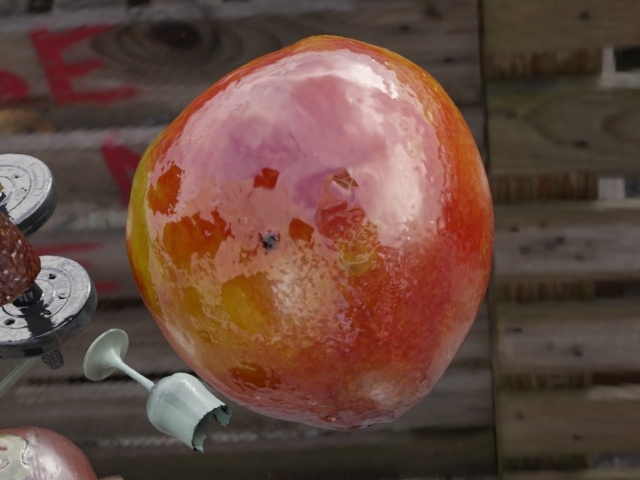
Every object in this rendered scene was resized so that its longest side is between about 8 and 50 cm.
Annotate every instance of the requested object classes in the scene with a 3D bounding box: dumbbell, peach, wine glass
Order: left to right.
[{"bbox_3d":[-0.327,0.017,1.555,0.143,0.325,0.143,-8,39,7],"label":"dumbbell"},{"bbox_3d":[-0.202,0.186,1.823,0.195,0.079,0.079,31,65,30],"label":"wine glass"},{"bbox_3d":[0.000,0.000,1.462,0.388,0.388,0.388,-4,55,6],"label":"peach"}]

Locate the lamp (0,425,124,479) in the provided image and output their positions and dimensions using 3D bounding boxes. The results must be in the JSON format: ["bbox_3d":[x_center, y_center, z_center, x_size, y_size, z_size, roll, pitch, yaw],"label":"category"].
[{"bbox_3d":[-0.267,0.236,1.110,0.258,0.180,0.180,-10,53,-15],"label":"lamp"}]

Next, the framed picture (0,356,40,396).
[{"bbox_3d":[-0.469,0.098,1.614,0.211,0.289,0.020,-47,26,-15],"label":"framed picture"}]

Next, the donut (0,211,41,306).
[{"bbox_3d":[-0.338,0.000,1.247,0.126,0.186,0.144,-5,46,31],"label":"donut"}]
